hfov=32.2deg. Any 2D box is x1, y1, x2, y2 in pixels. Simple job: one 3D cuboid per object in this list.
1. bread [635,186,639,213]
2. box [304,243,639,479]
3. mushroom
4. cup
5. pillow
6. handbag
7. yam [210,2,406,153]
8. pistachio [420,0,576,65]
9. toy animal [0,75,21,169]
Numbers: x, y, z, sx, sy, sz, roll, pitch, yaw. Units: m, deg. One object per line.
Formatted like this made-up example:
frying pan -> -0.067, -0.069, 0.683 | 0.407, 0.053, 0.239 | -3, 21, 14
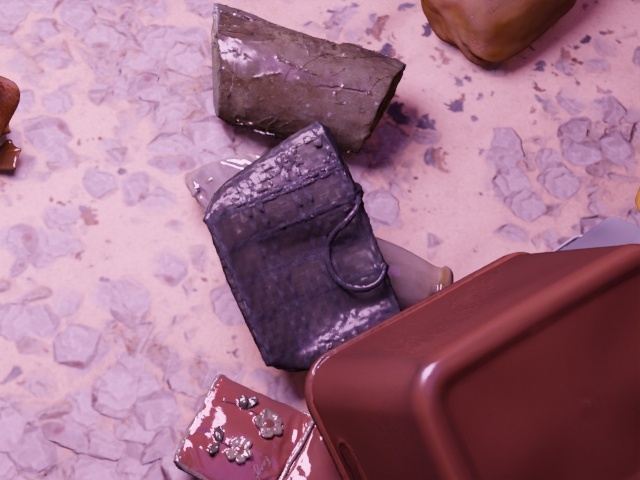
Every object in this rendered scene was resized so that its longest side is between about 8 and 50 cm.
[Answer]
bread -> 0.588, -0.045, 1.347 | 0.424, 0.329, 0.245 | -22, 33, -33
box -> 0.201, 0.164, 1.118 | 0.339, 0.229, 0.239 | -26, 95, -24
mushroom -> 0.000, 0.002, 1.295 | 0.351, 0.097, 0.109 | 32, 84, 4
cup -> 0.326, 0.036, 1.336 | 0.129, 0.095, 0.128 | -27, 33, -20
pillow -> -0.033, 0.240, 1.187 | 0.232, 0.043, 0.126 | 25, 61, 2
handbag -> -0.017, 0.020, 1.215 | 0.175, 0.089, 0.270 | -22, 96, 2
yam -> -0.031, -0.193, 1.367 | 0.254, 0.154, 0.154 | 18, 60, -5
pistachio -> 0.245, -0.368, 1.502 | 0.260, 0.163, 0.213 | -37, 107, -28
toy animal -> -0.426, -0.132, 1.248 | 0.188, 0.179, 0.089 | -30, 66, 5
